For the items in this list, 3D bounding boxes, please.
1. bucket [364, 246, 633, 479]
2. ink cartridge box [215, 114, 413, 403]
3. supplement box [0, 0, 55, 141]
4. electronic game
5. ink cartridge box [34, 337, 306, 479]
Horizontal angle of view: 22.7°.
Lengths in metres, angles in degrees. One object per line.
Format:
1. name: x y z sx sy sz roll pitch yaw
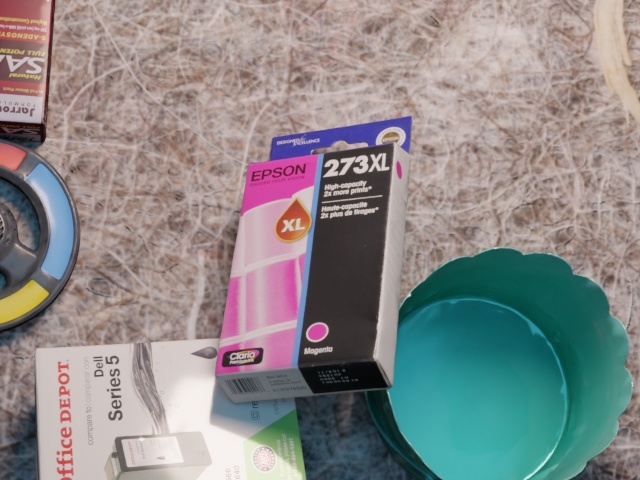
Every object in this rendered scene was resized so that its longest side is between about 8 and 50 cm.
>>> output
1. bucket: 0.183 0.154 1.744 0.281 0.183 0.281 2 75 -9
2. ink cartridge box: 0.000 0.000 1.715 0.175 0.069 0.371 -7 49 18
3. supplement box: -0.370 -0.239 1.814 0.130 0.073 0.239 3 77 -9
4. electronic game: -0.382 -0.008 1.766 0.229 0.048 0.229 2 76 -8
5. ink cartridge box: -0.163 0.216 1.682 0.272 0.115 0.198 -3 56 -10
